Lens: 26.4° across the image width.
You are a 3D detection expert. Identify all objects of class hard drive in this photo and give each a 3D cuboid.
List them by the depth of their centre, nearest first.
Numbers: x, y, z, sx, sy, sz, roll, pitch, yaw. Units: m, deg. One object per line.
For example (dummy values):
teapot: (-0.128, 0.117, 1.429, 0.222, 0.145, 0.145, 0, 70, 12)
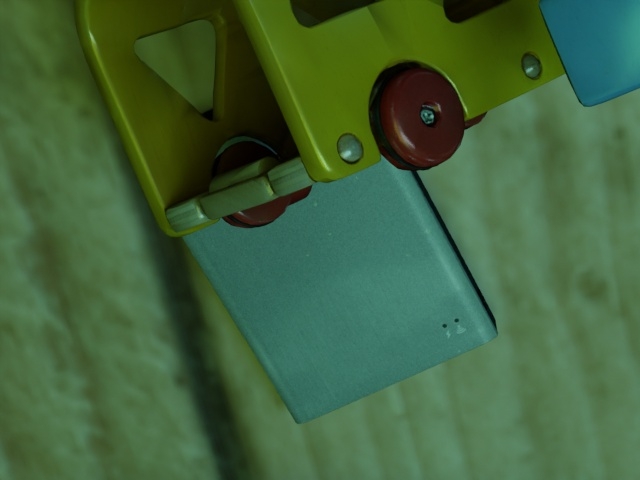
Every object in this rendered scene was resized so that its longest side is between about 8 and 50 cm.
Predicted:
hard drive: (0.000, 0.000, 0.551, 0.094, 0.022, 0.135, -25, 110, 13)

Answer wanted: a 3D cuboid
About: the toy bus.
toy bus: (0.025, -0.079, 0.429, 0.191, 0.202, 0.104, -23, 95, 8)
